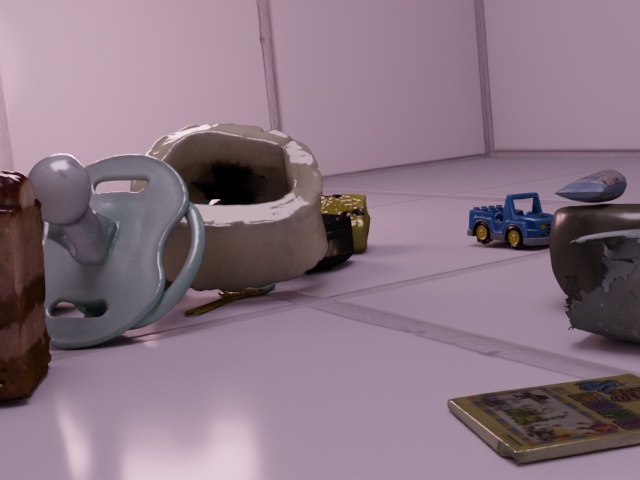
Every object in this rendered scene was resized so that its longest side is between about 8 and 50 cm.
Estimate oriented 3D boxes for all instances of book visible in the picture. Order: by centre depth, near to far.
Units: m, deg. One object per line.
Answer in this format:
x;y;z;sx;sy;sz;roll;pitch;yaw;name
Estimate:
0.230;0.156;0.901;0.192;0.013;0.168;-7;7;-11;book

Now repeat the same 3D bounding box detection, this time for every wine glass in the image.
0.425;0.052;1.078;0.321;0.143;0.143;-2;8;37;wine glass

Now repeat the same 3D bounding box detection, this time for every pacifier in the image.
-0.321;-0.020;1.436;0.288;0.343;0.269;-1;-32;14;pacifier

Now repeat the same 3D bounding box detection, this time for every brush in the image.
-0.156;0.095;1.620;0.083;0.011;0.205;-1;10;27;brush

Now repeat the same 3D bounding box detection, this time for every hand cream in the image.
0.374;-0.070;1.348;0.065;0.043;0.171;-2;7;32;hand cream

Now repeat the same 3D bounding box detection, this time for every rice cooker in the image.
0.000;0.000;1.856;0.112;0.106;0.165;-2;13;25;rice cooker

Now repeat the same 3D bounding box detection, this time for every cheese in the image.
-0.144;-0.064;1.693;0.332;0.153;0.292;7;42;12;cheese

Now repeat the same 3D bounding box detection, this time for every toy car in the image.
0.367;-0.041;1.899;0.097;0.100;0.191;-7;11;-36;toy car

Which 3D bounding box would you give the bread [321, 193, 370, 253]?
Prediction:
-0.083;-0.033;2.050;0.362;0.077;0.138;-1;33;8;bread

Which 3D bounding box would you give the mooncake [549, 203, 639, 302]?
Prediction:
0.444;0.014;1.343;0.275;0.135;0.275;-3;6;0;mooncake

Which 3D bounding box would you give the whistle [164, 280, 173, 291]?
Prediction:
-0.349;0.059;1.830;0.068;0.057;0.326;40;-20;-32;whistle

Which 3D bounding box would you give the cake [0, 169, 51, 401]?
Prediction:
-0.435;0.043;1.189;0.199;0.292;0.196;-2;7;-3;cake

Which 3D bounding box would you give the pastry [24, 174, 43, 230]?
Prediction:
-0.513;0.017;1.708;0.275;0.274;0.193;-11;-27;-36;pastry

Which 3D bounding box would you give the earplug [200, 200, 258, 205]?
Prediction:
-0.219;-0.021;1.908;0.258;0.163;0.280;-2;-8;-30;earplug
